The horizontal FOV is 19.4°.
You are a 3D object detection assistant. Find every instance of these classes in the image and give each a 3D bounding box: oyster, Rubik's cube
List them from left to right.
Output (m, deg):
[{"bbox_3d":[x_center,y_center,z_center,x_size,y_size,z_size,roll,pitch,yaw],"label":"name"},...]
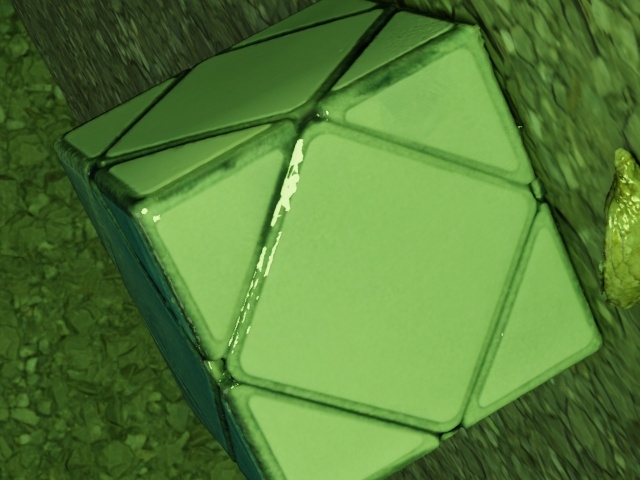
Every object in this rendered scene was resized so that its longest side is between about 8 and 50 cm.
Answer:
[{"bbox_3d":[0.000,0.000,1.044,0.205,0.207,0.205,66,169,-20],"label":"Rubik's cube"},{"bbox_3d":[0.149,-0.007,0.867,0.083,0.038,0.080,-35,-56,-74],"label":"oyster"}]
